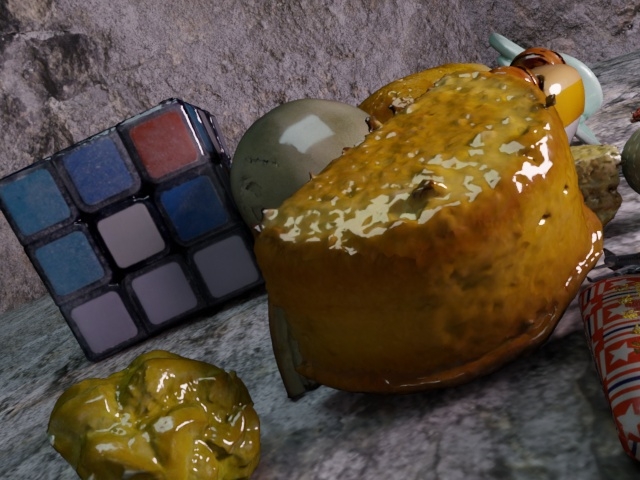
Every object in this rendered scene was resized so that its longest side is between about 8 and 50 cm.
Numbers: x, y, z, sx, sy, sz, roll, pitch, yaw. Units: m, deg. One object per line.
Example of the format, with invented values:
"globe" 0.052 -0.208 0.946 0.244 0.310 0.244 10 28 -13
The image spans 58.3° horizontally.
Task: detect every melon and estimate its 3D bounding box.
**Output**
"melon" -0.001 -0.088 0.913 0.268 0.268 0.330 -27 38 -23

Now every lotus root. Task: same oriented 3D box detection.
"lotus root" -0.005 0.073 0.607 0.159 0.135 0.095 -14 2 -42

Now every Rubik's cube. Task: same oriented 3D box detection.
"Rubik's cube" -0.319 -0.034 1.084 0.362 0.363 0.359 -21 9 -3

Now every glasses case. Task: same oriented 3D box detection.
"glasses case" 0.211 0.065 0.366 0.073 0.049 0.194 -17 12 22

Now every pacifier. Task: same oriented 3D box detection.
"pacifier" 0.379 -0.238 1.083 0.269 0.288 0.343 -46 -4 24

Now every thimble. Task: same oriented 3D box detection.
"thimble" 0.381 -0.078 0.606 0.062 0.110 0.084 -113 46 -79

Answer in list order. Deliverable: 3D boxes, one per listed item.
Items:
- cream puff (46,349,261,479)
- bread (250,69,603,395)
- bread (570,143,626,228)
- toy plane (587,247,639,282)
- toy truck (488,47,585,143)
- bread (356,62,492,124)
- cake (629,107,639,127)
"cream puff" -0.123 0.146 0.444 0.156 0.121 0.156 -22 5 2
"bread" 0.122 -0.013 0.489 0.340 0.194 0.179 -40 32 -25
"bread" 0.254 -0.048 0.688 0.196 0.102 0.138 -15 15 21
"toy plane" 0.275 0.022 0.496 0.079 0.031 0.083 -25 11 -13
"toy truck" 0.264 -0.150 0.878 0.288 0.211 0.204 -17 12 43
"bread" 0.250 -0.277 1.340 0.361 0.250 0.394 -12 11 43
"cake" 0.546 -0.188 0.823 0.220 0.086 0.117 -28 15 -25
